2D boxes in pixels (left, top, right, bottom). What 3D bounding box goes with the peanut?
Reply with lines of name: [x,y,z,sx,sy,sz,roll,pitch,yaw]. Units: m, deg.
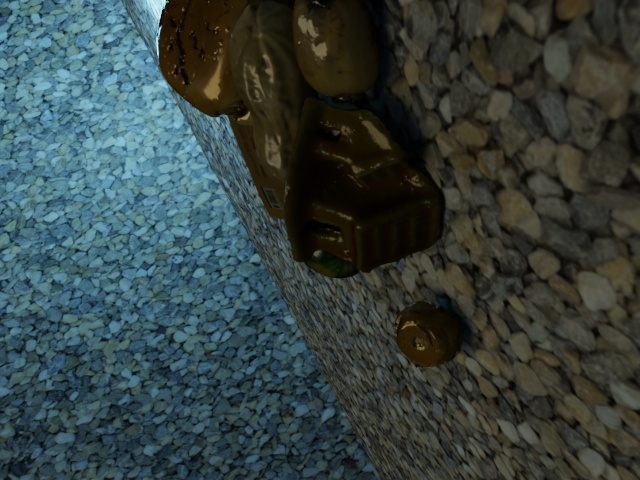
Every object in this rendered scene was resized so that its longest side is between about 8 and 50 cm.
peanut: [-0.064,-0.227,1.019,0.149,0.149,0.313,49,156,45]

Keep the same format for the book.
book: [-0.022,-0.138,1.217,0.389,0.032,0.268,13,132,46]

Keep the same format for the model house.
model house: [0.073,-0.074,0.973,0.239,0.173,0.268,18,146,19]

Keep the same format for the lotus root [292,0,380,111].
lotus root: [0.025,-0.269,0.890,0.220,0.118,0.125,73,178,-47]

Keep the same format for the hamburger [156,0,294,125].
hamburger: [-0.177,-0.380,1.151,0.304,0.174,0.284,40,119,38]

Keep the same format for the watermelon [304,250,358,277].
watermelon: [0.002,0.002,1.492,0.232,0.127,0.204,54,169,52]

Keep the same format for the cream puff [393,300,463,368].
cream puff: [0.199,0.168,1.119,0.120,0.104,0.133,-6,123,42]
